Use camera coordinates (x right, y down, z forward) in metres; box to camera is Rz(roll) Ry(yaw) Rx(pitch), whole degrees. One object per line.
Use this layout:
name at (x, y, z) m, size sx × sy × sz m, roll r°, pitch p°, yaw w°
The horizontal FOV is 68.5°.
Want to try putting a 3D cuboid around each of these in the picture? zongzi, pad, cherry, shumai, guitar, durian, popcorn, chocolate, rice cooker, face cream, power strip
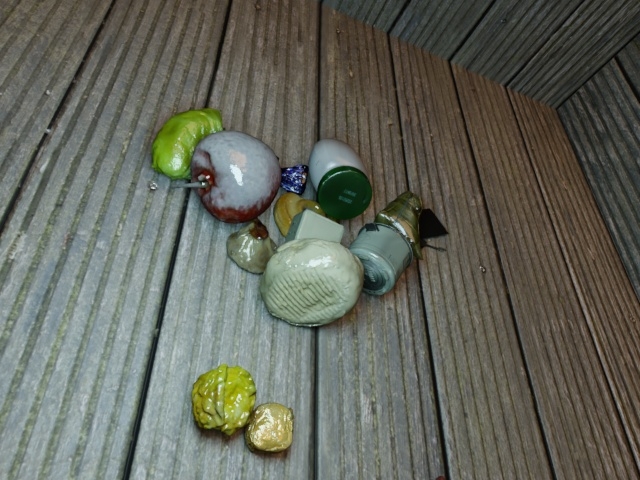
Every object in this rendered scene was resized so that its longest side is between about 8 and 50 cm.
zongzi at (0.404, -0.071, 2.045) m, size 0.274 × 0.125 × 0.251 m, roll 42°, pitch 61°, yaw 14°
pad at (0.475, -0.080, 2.183) m, size 0.243 × 0.004 × 0.164 m, roll -8°, pitch 57°, yaw -36°
cherry at (-0.294, -0.236, 1.649) m, size 0.326 × 0.291 × 0.335 m, roll 55°, pitch 48°, yaw -26°
shumai at (-0.226, 0.012, 1.675) m, size 0.201 × 0.120 × 0.201 m, roll 16°, pitch 49°, yaw -20°
guitar at (0.469, 0.012, 2.120) m, size 0.233 × 0.025 × 0.088 m, roll 17°, pitch 47°, yaw -18°
durian at (-0.475, -0.356, 1.742) m, size 0.339 × 0.204 × 0.256 m, roll -17°, pitch 80°, yaw -39°
popcorn at (-0.276, 0.448, 1.327) m, size 0.197 × 0.155 × 0.198 m, roll 32°, pitch 41°, yaw -33°
chocolate at (-0.216, -0.287, 1.895) m, size 0.343 × 0.126 × 0.148 m, roll 17°, pitch 65°, yaw -3°
rice cooker at (0.219, 0.064, 1.808) m, size 0.227 × 0.241 × 0.280 m, roll -50°, pitch 126°, yaw -37°
face cream at (0.079, -0.258, 1.910) m, size 0.312 × 0.219 × 0.357 m, roll 54°, pitch 13°, yaw -29°
power strip at (0.000, 0.000, 1.712) m, size 0.224 × 0.140 × 0.139 m, roll 24°, pitch 73°, yaw -17°

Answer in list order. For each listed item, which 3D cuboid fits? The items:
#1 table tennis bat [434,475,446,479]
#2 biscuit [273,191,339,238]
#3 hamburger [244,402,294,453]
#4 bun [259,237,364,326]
table tennis bat at (0.486, 0.888, 1.513) m, size 0.310 × 0.038 × 0.200 m, roll 46°, pitch 48°, yaw 2°
biscuit at (-0.053, -0.071, 1.848) m, size 0.274 × 0.091 × 0.213 m, roll 22°, pitch 48°, yaw -17°
hamburger at (-0.147, 0.546, 1.370) m, size 0.147 × 0.083 × 0.138 m, roll 12°, pitch 57°, yaw -20°
bun at (-0.030, 0.123, 1.571) m, size 0.359 × 0.360 × 0.211 m, roll 19°, pitch 44°, yaw -17°
